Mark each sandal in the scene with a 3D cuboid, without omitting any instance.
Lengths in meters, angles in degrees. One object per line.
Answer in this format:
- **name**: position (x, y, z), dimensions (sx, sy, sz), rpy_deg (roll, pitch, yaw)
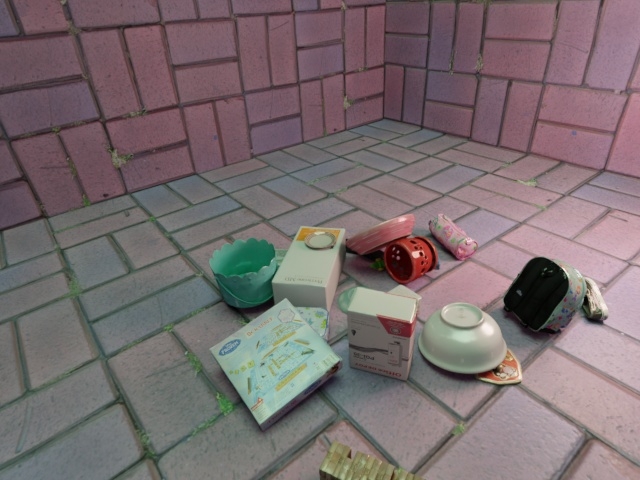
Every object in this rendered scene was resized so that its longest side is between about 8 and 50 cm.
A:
- **sandal**: position (0.205, 0.032, 1.996), dimensions (0.254, 0.055, 0.097), rpy_deg (19, 38, 32)

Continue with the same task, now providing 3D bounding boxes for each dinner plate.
- **dinner plate**: position (0.000, 0.000, 1.795), dimensions (0.141, 0.017, 0.141), rpy_deg (-2, 31, 1)

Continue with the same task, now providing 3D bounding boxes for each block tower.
- **block tower**: position (0.168, 0.620, 1.001), dimensions (0.335, 0.091, 0.097), rpy_deg (13, 36, 25)

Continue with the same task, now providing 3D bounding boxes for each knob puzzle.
- **knob puzzle**: position (0.586, 0.410, 1.363), dimensions (0.213, 0.030, 0.213), rpy_deg (-2, 31, 1)

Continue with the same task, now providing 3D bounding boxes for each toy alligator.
- **toy alligator**: position (0.310, 0.104, 1.877), dimensions (0.189, 0.056, 0.051), rpy_deg (-11, -9, -17)

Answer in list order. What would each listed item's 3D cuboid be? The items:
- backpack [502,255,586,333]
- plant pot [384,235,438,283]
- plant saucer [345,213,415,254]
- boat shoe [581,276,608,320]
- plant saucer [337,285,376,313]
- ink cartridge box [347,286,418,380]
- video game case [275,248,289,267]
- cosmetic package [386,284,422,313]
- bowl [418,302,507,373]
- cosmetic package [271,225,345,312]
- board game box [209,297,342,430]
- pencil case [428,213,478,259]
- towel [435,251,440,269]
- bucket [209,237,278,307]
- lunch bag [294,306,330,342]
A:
- **backpack**: position (0.834, 0.191, 1.487), dimensions (0.191, 0.254, 0.225), rpy_deg (7, 26, -21)
- **plant pot**: position (0.403, 0.074, 1.780), dimensions (0.174, 0.191, 0.191), rpy_deg (-19, 34, -30)
- **plant saucer**: position (0.280, -0.017, 1.826), dimensions (0.332, 0.084, 0.332), rpy_deg (-22, -9, -4)
- **boat shoe**: position (1.045, 0.220, 1.582), dimensions (0.070, 0.078, 0.219), rpy_deg (3, 34, 9)
- **plant saucer**: position (0.166, 0.240, 1.677), dimensions (0.194, 0.037, 0.195), rpy_deg (-3, 32, 2)
- **ink cartridge box**: position (0.203, 0.310, 1.325), dimensions (0.207, 0.283, 0.117), rpy_deg (8, 37, 19)
- **video game case**: position (-0.215, 0.086, 1.985), dimensions (0.157, 0.019, 0.143), rpy_deg (0, 31, 6)
- **cosmetic package**: position (0.273, 0.273, 1.568), dimensions (0.231, 0.086, 0.117), rpy_deg (-24, 36, -32)
- **bowl**: position (0.489, 0.309, 1.400), dimensions (0.297, 0.134, 0.298), rpy_deg (-6, 24, 3)
- **cosmetic package**: position (-0.034, 0.117, 1.781), dimensions (0.230, 0.162, 0.453), rpy_deg (4, 33, 12)
- **board game box**: position (-0.148, 0.389, 1.332), dimensions (0.318, 0.066, 0.318), rpy_deg (-31, 52, -23)
- **pencil case**: position (0.645, -0.023, 1.982), dimensions (0.124, 0.124, 0.284), rpy_deg (-10, 33, -10)
- **towel**: position (0.524, 0.090, 1.894), dimensions (0.067, 0.029, 0.119), rpy_deg (1, 32, 9)
- **bucket**: position (-0.306, 0.135, 1.684), dimensions (0.281, 0.183, 0.281), rpy_deg (-4, 33, 3)
- **lunch bag**: position (-0.077, 0.331, 1.501), dimensions (0.218, 0.090, 0.176), rpy_deg (1, 31, 7)
